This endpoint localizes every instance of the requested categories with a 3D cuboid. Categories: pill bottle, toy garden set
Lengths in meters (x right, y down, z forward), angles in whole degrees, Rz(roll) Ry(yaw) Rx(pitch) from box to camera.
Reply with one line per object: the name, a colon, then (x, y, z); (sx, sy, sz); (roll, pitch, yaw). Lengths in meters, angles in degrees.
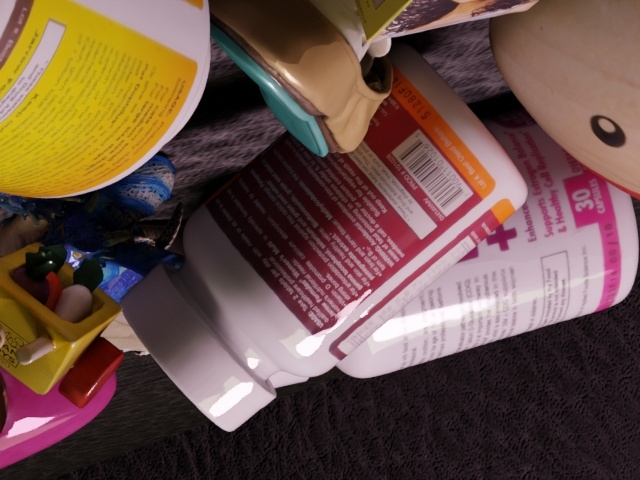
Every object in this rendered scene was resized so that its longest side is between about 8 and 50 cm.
pill bottle: (0.069, 0.006, 1.345); (0.283, 0.160, 0.160); (-16, 171, -11)
pill bottle: (0.000, 0.000, 1.068); (0.221, 0.121, 0.121); (-40, 170, 2)
pill bottle: (-0.109, -0.076, 0.604); (0.117, 0.117, 0.215); (-20, 171, 14)
toy garden set: (-0.163, -0.016, 0.618); (0.049, 0.204, 0.244); (-52, 177, 5)

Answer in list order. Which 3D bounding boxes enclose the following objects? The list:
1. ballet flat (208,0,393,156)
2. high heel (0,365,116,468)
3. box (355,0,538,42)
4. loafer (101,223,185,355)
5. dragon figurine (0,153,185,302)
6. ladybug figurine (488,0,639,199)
ballet flat: (-0.004, -0.096, 0.909); (0.073, 0.080, 0.232); (-46, 173, 0)
high heel: (-0.339, 0.144, 1.473); (0.377, 0.127, 0.181); (-12, -179, -14)
box: (0.086, -0.148, 0.739); (0.087, 0.058, 0.232); (-14, 170, -21)
loafer: (-0.106, 0.038, 1.432); (0.092, 0.102, 0.268); (-21, 161, 32)
dragon figurine: (-0.126, -0.001, 1.155); (0.144, 0.085, 0.289); (-22, 169, 31)
ladybug figurine: (0.281, -0.110, 1.027); (0.305, 0.162, 0.449); (-25, 169, 41)
